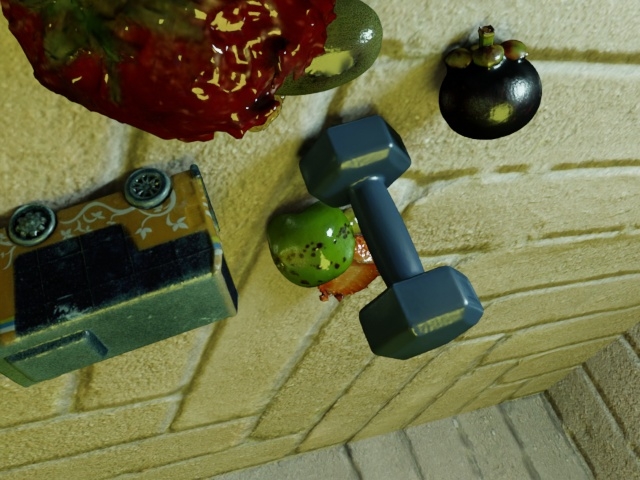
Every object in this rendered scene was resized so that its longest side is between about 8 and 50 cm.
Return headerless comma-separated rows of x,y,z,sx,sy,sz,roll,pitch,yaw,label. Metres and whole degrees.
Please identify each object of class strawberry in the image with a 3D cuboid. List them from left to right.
-0.109,-0.216,0.566,0.274,0.274,0.220,-43,-177,31,strawberry
0.040,0.045,1.228,0.121,0.082,0.188,3,154,-16,strawberry

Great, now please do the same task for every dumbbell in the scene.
0.089,-0.007,0.913,0.160,0.324,0.144,-17,158,-11,dumbbell

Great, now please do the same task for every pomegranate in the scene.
0.003,0.008,1.083,0.169,0.122,0.143,-10,127,-17,pomegranate

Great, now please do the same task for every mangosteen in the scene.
0.223,-0.209,0.899,0.137,0.137,0.151,-17,116,-10,mangosteen

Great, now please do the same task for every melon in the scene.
-0.011,-0.212,0.742,0.162,0.099,0.099,-17,150,-4,melon

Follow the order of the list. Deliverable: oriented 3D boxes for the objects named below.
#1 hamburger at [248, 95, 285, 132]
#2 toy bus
-0.085,-0.169,0.814,0.076,0.044,0.083,-38,145,28,hamburger
-0.282,0.048,0.880,0.324,0.194,0.161,-19,151,-8,toy bus
